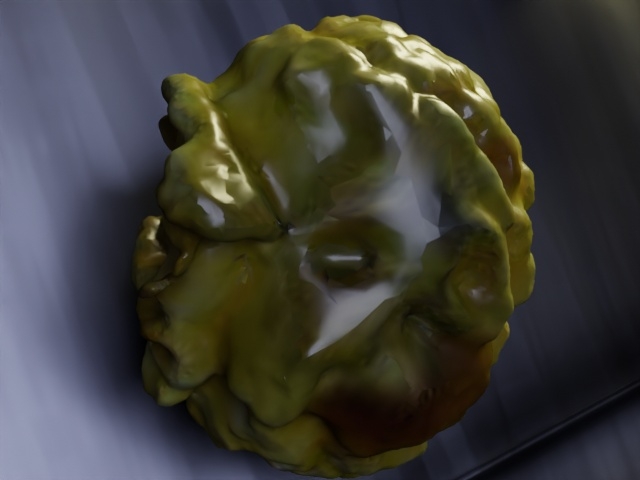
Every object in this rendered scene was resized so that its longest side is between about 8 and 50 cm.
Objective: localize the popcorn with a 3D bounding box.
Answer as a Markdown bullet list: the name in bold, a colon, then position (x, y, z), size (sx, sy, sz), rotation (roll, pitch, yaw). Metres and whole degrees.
- **popcorn**: position (0.000, 0.003, 0.559), size (0.189, 0.169, 0.218), rotation (1, 95, -18)
